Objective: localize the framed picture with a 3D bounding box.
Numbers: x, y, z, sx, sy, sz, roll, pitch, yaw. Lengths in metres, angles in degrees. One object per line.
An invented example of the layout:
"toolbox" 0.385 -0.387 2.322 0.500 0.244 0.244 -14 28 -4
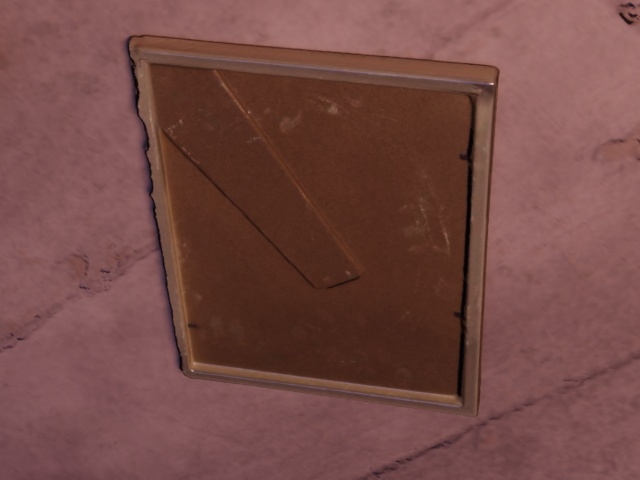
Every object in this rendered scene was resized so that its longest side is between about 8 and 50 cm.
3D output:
"framed picture" 0.000 0.000 0.965 0.213 0.016 0.289 6 135 10
